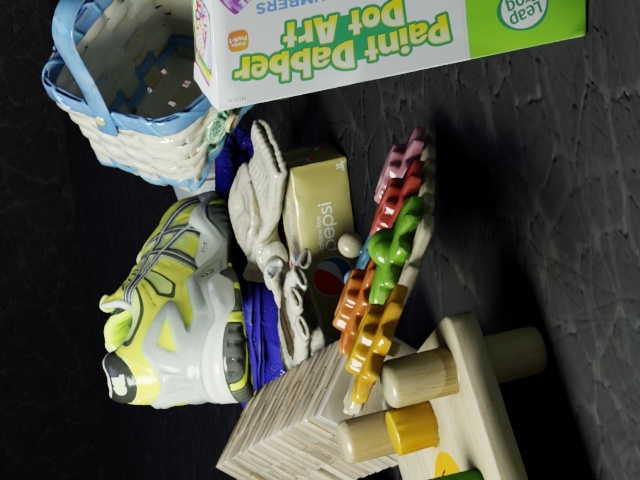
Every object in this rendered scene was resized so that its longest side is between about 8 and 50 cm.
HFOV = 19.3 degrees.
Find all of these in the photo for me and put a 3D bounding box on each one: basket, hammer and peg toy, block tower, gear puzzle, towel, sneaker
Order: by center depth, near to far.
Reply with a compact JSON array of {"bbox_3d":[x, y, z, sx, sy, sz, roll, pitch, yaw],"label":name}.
[{"bbox_3d":[0.037,0.033,1.399,0.339,0.044,0.175,-80,10,-69],"label":"gear puzzle"},{"bbox_3d":[0.125,0.258,1.428,0.266,0.127,0.361,118,138,-69],"label":"hammer and peg toy"},{"bbox_3d":[0.001,0.170,1.744,0.097,0.091,0.335,-65,11,-25],"label":"block tower"},{"bbox_3d":[-0.162,-0.214,1.909,0.201,0.255,0.289,16,150,28],"label":"basket"},{"bbox_3d":[-0.157,0.051,1.963,0.385,0.147,0.145,-107,9,-69],"label":"sneaker"},{"bbox_3d":[-0.082,0.046,2.168,0.308,0.076,0.228,93,159,-46],"label":"towel"}]

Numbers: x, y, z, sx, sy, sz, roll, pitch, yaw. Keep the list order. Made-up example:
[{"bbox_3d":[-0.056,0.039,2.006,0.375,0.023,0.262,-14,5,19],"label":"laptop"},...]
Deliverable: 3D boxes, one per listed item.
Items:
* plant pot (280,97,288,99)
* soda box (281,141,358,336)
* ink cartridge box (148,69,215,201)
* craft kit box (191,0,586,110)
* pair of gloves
[{"bbox_3d":[-0.012,-0.225,1.485,0.167,0.187,0.188,76,172,-50],"label":"plant pot"},{"bbox_3d":[0.000,0.000,1.845,0.061,0.058,0.181,-135,35,-66],"label":"soda box"},{"bbox_3d":[-0.167,-0.175,2.352,0.239,0.060,0.275,94,159,-51],"label":"ink cartridge box"},{"bbox_3d":[0.039,-0.218,1.117,0.061,0.249,0.247,-123,25,-52],"label":"craft kit box"},{"bbox_3d":[-0.046,0.025,1.839,0.204,0.042,0.240,106,150,-64],"label":"pair of gloves"}]
